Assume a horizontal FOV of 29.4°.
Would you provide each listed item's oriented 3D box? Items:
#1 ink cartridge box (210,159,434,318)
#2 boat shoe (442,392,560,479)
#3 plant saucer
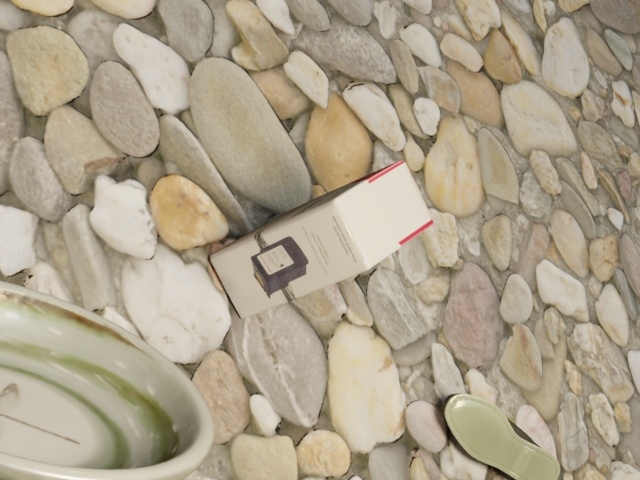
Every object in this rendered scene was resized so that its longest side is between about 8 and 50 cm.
[{"bbox_3d":[0.000,0.000,1.593,0.172,0.237,0.100,-32,97,-50],"label":"ink cartridge box"},{"bbox_3d":[0.261,0.299,1.844,0.227,0.068,0.081,39,86,-21],"label":"boat shoe"},{"bbox_3d":[-0.304,0.158,1.189,0.400,0.101,0.400,21,14,-6],"label":"plant saucer"}]
